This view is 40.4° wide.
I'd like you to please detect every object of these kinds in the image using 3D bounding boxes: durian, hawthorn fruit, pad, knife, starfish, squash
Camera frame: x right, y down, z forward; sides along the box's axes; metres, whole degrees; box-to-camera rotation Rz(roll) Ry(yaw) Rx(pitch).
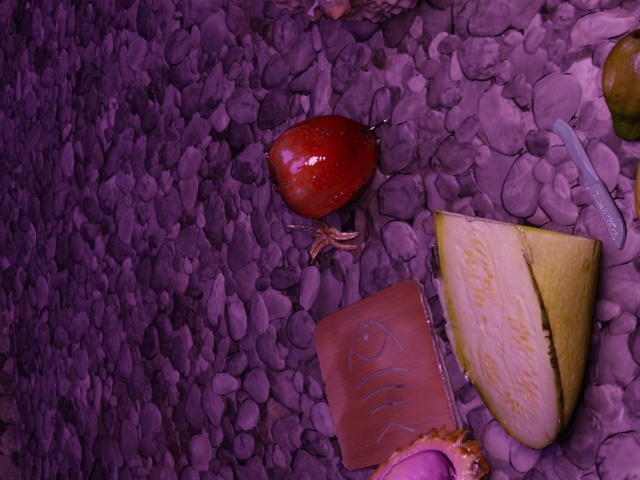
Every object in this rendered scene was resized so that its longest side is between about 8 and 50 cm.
[{"bbox_3d":[0.155,0.435,1.381,0.191,0.112,0.341,37,107,52],"label":"durian"},{"bbox_3d":[0.023,-0.140,1.508,0.235,0.181,0.181,-27,63,4],"label":"hawthorn fruit"},{"bbox_3d":[0.104,0.236,1.503,0.287,0.018,0.284,-29,68,43],"label":"pad"},{"bbox_3d":[0.379,-0.084,1.217,0.028,0.015,0.210,-38,62,33],"label":"knife"},{"bbox_3d":[0.000,-0.005,1.606,0.133,0.041,0.130,29,141,1],"label":"starfish"},{"bbox_3d":[0.257,0.131,1.203,0.234,0.210,0.308,17,97,59],"label":"squash"}]

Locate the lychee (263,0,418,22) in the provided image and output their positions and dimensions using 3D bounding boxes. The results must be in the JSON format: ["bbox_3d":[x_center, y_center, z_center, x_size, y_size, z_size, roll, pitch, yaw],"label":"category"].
[{"bbox_3d":[0.034,-0.530,1.347,0.380,0.380,0.432,-12,65,47],"label":"lychee"}]

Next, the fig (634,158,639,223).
[{"bbox_3d":[0.486,-0.043,0.941,0.314,0.233,0.233,50,123,43],"label":"fig"}]

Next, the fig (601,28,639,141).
[{"bbox_3d":[0.415,-0.192,1.111,0.123,0.123,0.156,43,131,40],"label":"fig"}]
